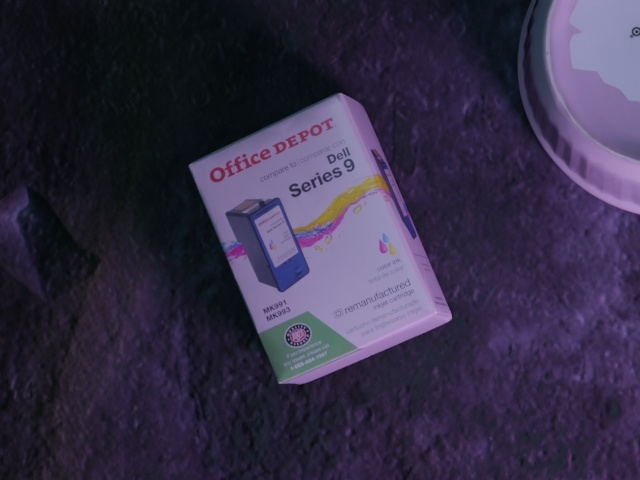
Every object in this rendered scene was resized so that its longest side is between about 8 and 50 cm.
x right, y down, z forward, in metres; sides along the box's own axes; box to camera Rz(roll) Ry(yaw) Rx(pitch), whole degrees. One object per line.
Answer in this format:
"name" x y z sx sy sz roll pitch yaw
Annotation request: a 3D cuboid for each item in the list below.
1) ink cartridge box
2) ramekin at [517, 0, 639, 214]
"ink cartridge box" 0.000 0.000 1.473 0.154 0.093 0.212 -24 80 11
"ramekin" 0.293 -0.155 1.400 0.273 0.127 0.273 -1 86 13
